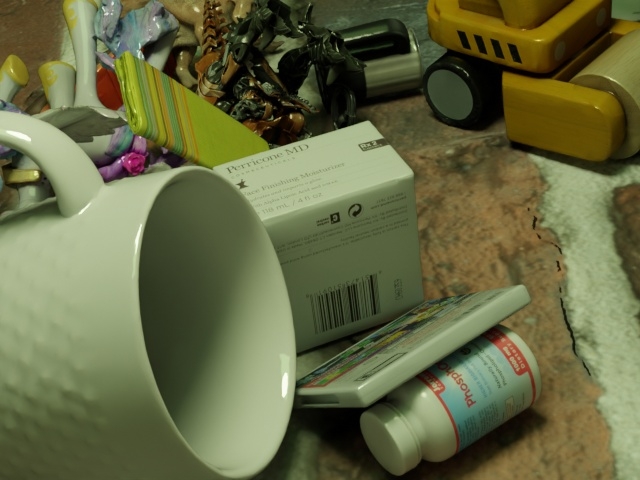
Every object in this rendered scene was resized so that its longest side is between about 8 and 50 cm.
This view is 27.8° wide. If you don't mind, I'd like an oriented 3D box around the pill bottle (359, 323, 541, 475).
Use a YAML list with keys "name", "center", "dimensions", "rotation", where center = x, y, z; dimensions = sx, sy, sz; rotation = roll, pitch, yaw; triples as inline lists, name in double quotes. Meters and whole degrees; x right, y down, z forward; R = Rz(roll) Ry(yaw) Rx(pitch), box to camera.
- name: "pill bottle"
  center: [0.119, 0.148, 1.190]
  dimensions: [0.160, 0.087, 0.087]
  rotation: [-28, 40, -24]

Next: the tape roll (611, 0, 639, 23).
- name: "tape roll"
  center: [0.347, -0.381, 1.664]
  dimensions: [0.321, 0.321, 0.077]
  rotation: [29, 81, 40]

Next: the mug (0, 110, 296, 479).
- name: "mug"
  center: [-0.245, 0.057, 1.151]
  dimensions: [0.328, 0.374, 0.276]
  rotation: [-11, 27, 24]

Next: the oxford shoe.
- name: "oxford shoe"
  center: [-0.305, -0.214, 1.768]
  dimensions: [0.098, 0.097, 0.271]
  rotation: [15, 41, 39]

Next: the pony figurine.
- name: "pony figurine"
  center: [-0.259, -0.109, 1.471]
  dimensions: [0.351, 0.303, 0.363]
  rotation: [-17, 53, 31]

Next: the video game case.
- name: "video game case"
  center: [0.076, 0.104, 1.232]
  dimensions: [0.201, 0.023, 0.183]
  rotation: [-30, 6, -25]

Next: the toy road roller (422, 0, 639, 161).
- name: "toy road roller"
  center: [0.281, -0.259, 1.575]
  dimensions: [0.329, 0.240, 0.202]
  rotation: [22, 47, 35]

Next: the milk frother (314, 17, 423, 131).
- name: "milk frother"
  center: [0.069, -0.204, 1.686]
  dimensions: [0.135, 0.129, 0.143]
  rotation: [-12, 79, -4]

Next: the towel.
- name: "towel"
  center: [-0.122, -0.106, 1.345]
  dimensions: [0.021, 0.237, 0.102]
  rotation: [-30, 55, 24]

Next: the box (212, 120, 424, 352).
- name: "box"
  center: [0.000, 0.000, 1.335]
  dimensions: [0.181, 0.182, 0.119]
  rotation: [-18, 38, -13]

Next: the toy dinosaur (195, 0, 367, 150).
- name: "toy dinosaur"
  center: [-0.089, -0.196, 1.600]
  dimensions: [0.322, 0.218, 0.164]
  rotation: [53, 24, 18]

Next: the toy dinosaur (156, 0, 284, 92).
- name: "toy dinosaur"
  center: [-0.160, -0.331, 1.781]
  dimensions: [0.296, 0.200, 0.127]
  rotation: [-33, 0, -25]
